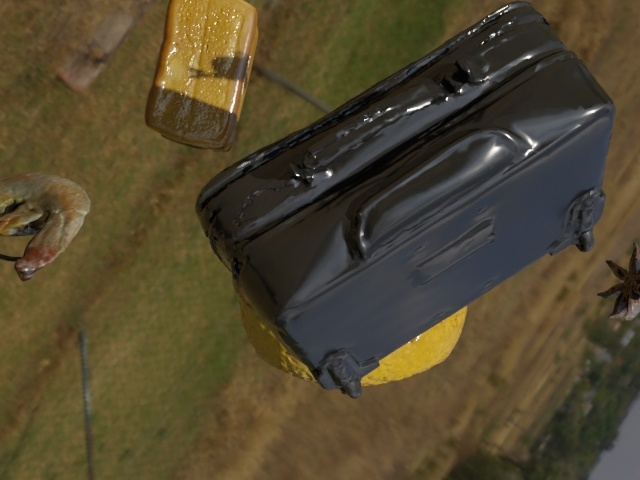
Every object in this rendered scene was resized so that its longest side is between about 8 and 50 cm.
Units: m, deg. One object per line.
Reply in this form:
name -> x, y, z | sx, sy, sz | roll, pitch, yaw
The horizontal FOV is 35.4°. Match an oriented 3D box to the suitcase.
suitcase -> 0.085, -0.029, 0.907 | 0.345, 0.188, 0.339 | -31, 160, -1

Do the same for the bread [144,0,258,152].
bread -> -0.150, -0.217, 1.286 | 0.077, 0.116, 0.200 | 58, 45, -87

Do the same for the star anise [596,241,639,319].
star anise -> 0.528, 0.076, 1.695 | 0.141, 0.042, 0.141 | -43, -146, 40

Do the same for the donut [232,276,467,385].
donut -> 0.033, 0.117, 1.723 | 0.377, 0.435, 0.163 | -24, 120, -46

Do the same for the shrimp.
shrimp -> -0.264, 0.014, 0.774 | 0.251, 0.143, 0.052 | -79, 156, -49
